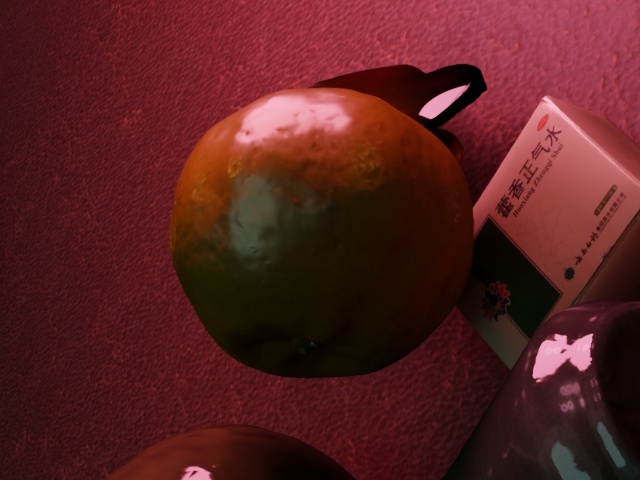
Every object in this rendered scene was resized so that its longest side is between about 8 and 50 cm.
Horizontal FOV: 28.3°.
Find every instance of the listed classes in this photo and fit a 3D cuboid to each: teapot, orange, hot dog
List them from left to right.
[{"bbox_3d":[0.000,0.000,1.140,0.279,0.279,0.235,-36,35,40],"label":"orange"},{"bbox_3d":[0.044,-0.088,1.353,0.194,0.107,0.326,-45,27,-18],"label":"hot dog"},{"bbox_3d":[0.212,0.241,1.039,0.300,0.253,0.344,48,132,7],"label":"teapot"}]

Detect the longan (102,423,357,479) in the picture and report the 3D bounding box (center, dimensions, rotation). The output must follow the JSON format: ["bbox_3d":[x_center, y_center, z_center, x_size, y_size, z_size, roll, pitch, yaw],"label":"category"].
[{"bbox_3d":[-0.095,0.374,1.236,0.391,0.391,0.391,-14,72,48],"label":"longan"}]

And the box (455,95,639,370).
[{"bbox_3d":[0.222,0.002,1.164,0.212,0.095,0.168,-60,41,22],"label":"box"}]
